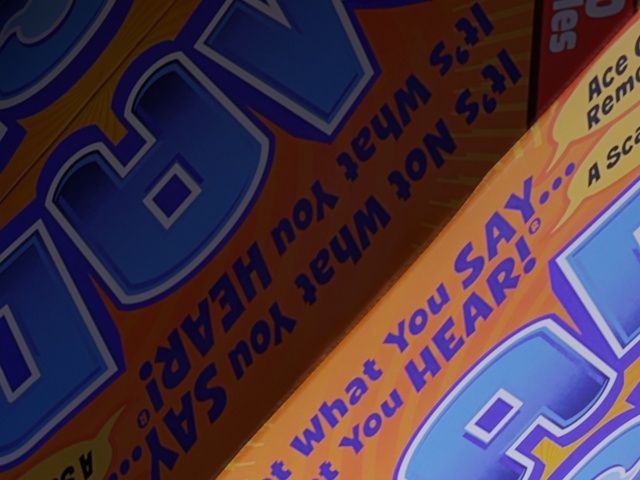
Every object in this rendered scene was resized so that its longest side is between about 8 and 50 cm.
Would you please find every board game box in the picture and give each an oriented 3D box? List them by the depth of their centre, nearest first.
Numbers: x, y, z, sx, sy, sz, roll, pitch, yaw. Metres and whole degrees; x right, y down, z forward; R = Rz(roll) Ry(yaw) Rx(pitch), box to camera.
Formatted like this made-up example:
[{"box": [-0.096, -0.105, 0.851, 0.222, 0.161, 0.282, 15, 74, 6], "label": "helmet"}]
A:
[{"box": [0.000, 0.000, 0.783, 0.356, 0.356, 0.356, -48, 142, 6], "label": "board game box"}]
